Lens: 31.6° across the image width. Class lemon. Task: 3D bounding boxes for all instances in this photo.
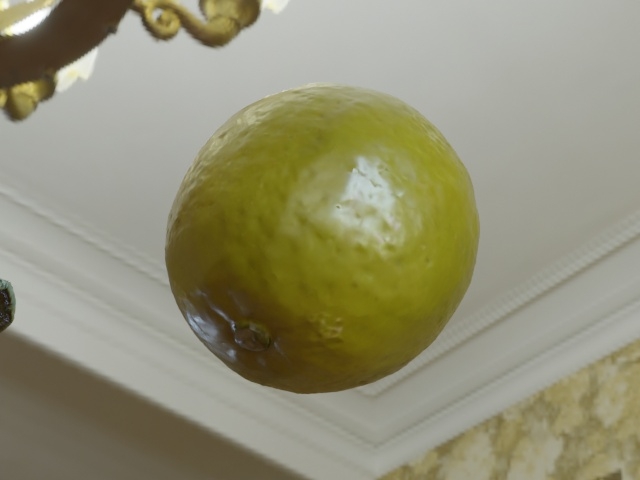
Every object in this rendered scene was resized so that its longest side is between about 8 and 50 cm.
[{"bbox_3d":[0.000,0.000,1.191,0.348,0.348,0.348,4,-42,4],"label":"lemon"}]

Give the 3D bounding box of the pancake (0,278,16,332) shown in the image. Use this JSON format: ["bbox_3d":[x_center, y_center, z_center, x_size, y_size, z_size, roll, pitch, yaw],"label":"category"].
[{"bbox_3d":[-0.333,0.045,0.997,0.129,0.022,0.116,35,-48,-11],"label":"pancake"}]
